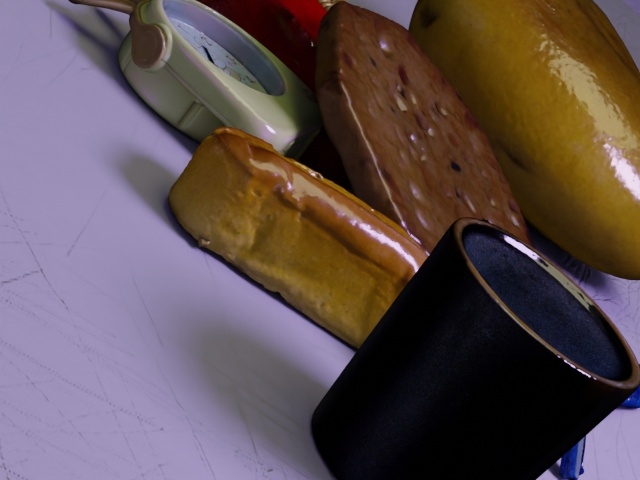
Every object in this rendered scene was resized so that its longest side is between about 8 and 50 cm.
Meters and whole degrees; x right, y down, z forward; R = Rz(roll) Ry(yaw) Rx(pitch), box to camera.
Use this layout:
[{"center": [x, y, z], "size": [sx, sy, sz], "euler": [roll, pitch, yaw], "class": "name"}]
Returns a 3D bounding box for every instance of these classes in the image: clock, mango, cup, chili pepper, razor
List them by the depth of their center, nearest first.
[{"center": [0.120, 0.105, 1.273], "size": [0.166, 0.177, 0.239], "euler": [47, 21, 22], "class": "cup"}, {"center": [-0.109, -0.151, 1.572], "size": [0.232, 0.069, 0.170], "euler": [41, 20, 6], "class": "clock"}, {"center": [0.250, 0.142, 1.627], "size": [0.056, 0.093, 0.324], "euler": [9, 5, 21], "class": "razor"}, {"center": [-0.040, -0.192, 1.736], "size": [0.110, 0.110, 0.387], "euler": [18, 32, -47], "class": "chili pepper"}, {"center": [0.264, -0.133, 2.019], "size": [0.445, 0.220, 0.301], "euler": [59, 19, 20], "class": "mango"}]

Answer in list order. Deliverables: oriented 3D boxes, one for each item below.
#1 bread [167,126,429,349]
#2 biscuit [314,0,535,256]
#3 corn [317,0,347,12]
[{"center": [0.000, 0.000, 1.412], "size": [0.245, 0.094, 0.102], "euler": [34, 15, -17], "class": "bread"}, {"center": [0.100, -0.056, 1.636], "size": [0.359, 0.046, 0.359], "euler": [45, 28, -32], "class": "biscuit"}, {"center": [-0.025, -0.247, 1.894], "size": [0.101, 0.101, 0.292], "euler": [22, 24, -42], "class": "corn"}]
